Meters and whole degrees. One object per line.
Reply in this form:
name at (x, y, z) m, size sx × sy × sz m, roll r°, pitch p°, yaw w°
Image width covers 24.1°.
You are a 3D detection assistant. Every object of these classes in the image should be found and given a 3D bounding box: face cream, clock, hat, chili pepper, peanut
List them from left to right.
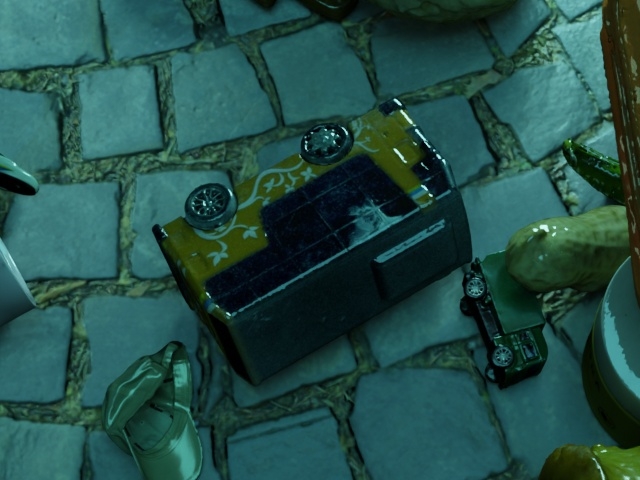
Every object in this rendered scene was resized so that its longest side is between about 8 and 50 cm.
clock at (-0.401, 0.007, 1.704) m, size 0.068 × 0.197 × 0.197 m, roll -30°, pitch 70°, yaw -8°
hat at (-0.187, 0.207, 1.692) m, size 0.122 × 0.081 × 0.166 m, roll -14°, pitch 81°, yaw -44°
peanut at (0.295, 0.012, 1.702) m, size 0.214 × 0.099 × 0.099 m, roll -5°, pitch 61°, yaw -42°
face cream at (0.403, 0.122, 1.631) m, size 0.218 × 0.179 × 0.218 m, roll -1°, pitch 68°, yaw 2°
chili pepper at (0.445, -0.031, 1.745) m, size 0.359 × 0.076 × 0.085 m, roll 20°, pitch 27°, yaw 7°

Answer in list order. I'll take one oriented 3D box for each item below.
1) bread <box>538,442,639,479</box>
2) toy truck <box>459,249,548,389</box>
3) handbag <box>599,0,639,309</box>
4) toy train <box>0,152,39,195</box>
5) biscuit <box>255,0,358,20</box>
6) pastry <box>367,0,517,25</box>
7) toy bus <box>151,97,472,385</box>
bread at (0.336, 0.349, 1.447) m, size 0.204 × 0.358 × 0.336 m, roll -19°, pitch 68°, yaw -3°
toy truck at (0.210, 0.092, 1.714) m, size 0.079 × 0.065 × 0.147 m, roll -14°, pitch 67°, yaw -7°
handbag at (0.453, -0.107, 1.522) m, size 0.304 × 0.116 × 0.410 m, roll -6°, pitch 81°, yaw 1°
toy train at (-0.446, -0.110, 1.831) m, size 0.234 × 0.052 × 0.051 m, roll 17°, pitch 65°, yaw 9°
biscuit at (-0.067, -0.409, 1.934) m, size 0.302 × 0.043 × 0.278 m, roll 0°, pitch 71°, yaw 0°
pastry at (0.133, -0.408, 1.852) m, size 0.330 × 0.136 × 0.329 m, roll 4°, pitch 73°, yaw -13°
toy bus at (0.000, 0.000, 1.688) m, size 0.323 × 0.162 × 0.194 m, roll -29°, pitch 52°, yaw -9°
